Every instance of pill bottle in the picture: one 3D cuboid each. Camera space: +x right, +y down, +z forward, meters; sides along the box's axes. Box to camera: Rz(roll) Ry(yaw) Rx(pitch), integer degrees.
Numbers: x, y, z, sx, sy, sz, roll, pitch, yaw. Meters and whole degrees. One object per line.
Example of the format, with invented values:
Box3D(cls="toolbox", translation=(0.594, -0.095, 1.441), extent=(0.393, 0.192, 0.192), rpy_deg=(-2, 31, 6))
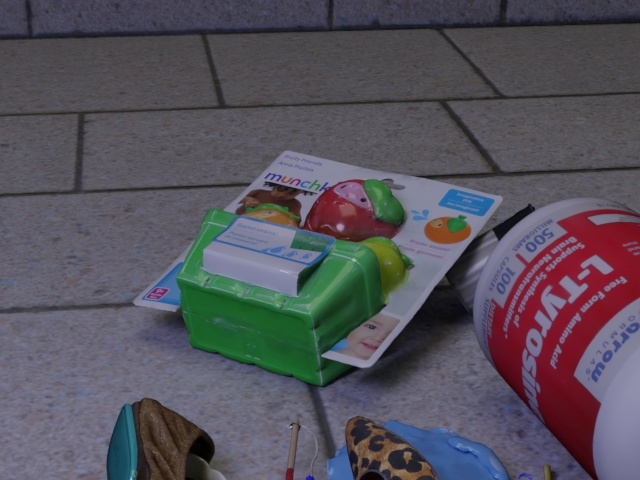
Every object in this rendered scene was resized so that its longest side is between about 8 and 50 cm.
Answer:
Box3D(cls="pill bottle", translation=(0.323, 0.129, 1.219), extent=(0.229, 0.229, 0.408), rpy_deg=(-7, 24, -16))

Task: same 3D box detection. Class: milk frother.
Box3D(cls="milk frother", translation=(0.241, 0.055, 1.571), extent=(0.134, 0.129, 0.143), rpy_deg=(-32, 55, 10))

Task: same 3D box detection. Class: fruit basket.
Box3D(cls="fruit basket", translation=(0.000, 0.000, 1.535), extent=(0.327, 0.165, 0.353), rpy_deg=(15, 47, 29))

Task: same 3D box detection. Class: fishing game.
Box3D(cls="fishing game", translation=(0.093, 0.231, 1.220), extent=(0.264, 0.041, 0.189), rpy_deg=(9, 24, -2))

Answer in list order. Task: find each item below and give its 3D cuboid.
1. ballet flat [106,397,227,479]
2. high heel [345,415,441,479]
Box3D(cls="ballet flat", translation=(-0.130, 0.251, 1.110), extent=(0.124, 0.116, 0.342), rpy_deg=(17, 17, -11))
Box3D(cls="high heel", translation=(0.015, 0.247, 1.047), extent=(0.186, 0.093, 0.261), rpy_deg=(-8, 41, -20))
